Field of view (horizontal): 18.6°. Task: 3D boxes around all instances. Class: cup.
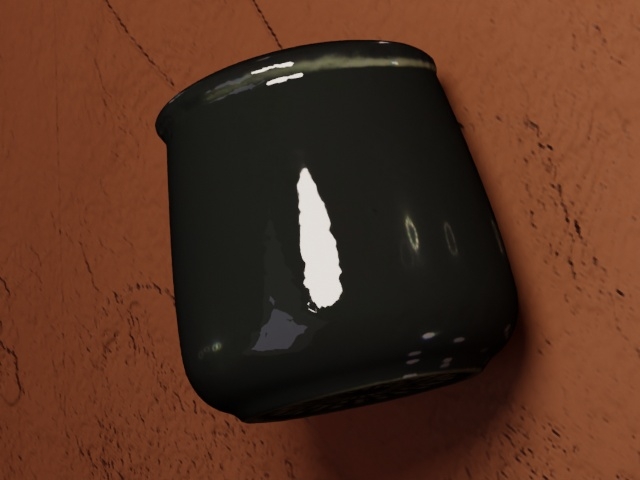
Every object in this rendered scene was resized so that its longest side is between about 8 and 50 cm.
[{"bbox_3d":[0.000,0.000,1.001,0.223,0.169,0.177,117,138,-79],"label":"cup"}]
